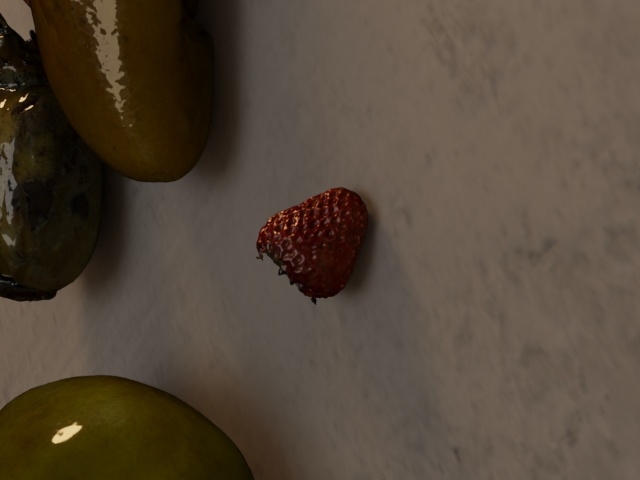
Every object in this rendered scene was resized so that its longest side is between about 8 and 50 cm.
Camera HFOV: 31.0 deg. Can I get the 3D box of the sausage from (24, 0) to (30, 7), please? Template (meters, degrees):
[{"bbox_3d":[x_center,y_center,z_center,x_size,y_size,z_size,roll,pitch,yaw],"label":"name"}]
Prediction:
[{"bbox_3d":[-0.245,-0.233,1.103,0.154,0.062,0.062,44,124,41],"label":"sausage"}]

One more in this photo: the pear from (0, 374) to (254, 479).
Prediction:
[{"bbox_3d":[-0.175,0.239,0.906,0.321,0.269,0.269,34,119,59],"label":"pear"}]

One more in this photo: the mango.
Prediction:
[{"bbox_3d":[-0.159,-0.173,0.951,0.167,0.130,0.261,-11,89,46],"label":"mango"}]

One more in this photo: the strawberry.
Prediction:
[{"bbox_3d":[0.000,0.000,0.823,0.083,0.073,0.073,-43,51,0],"label":"strawberry"}]

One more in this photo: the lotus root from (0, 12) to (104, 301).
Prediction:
[{"bbox_3d":[-0.277,-0.079,1.092,0.154,0.154,0.278,3,95,51],"label":"lotus root"}]
